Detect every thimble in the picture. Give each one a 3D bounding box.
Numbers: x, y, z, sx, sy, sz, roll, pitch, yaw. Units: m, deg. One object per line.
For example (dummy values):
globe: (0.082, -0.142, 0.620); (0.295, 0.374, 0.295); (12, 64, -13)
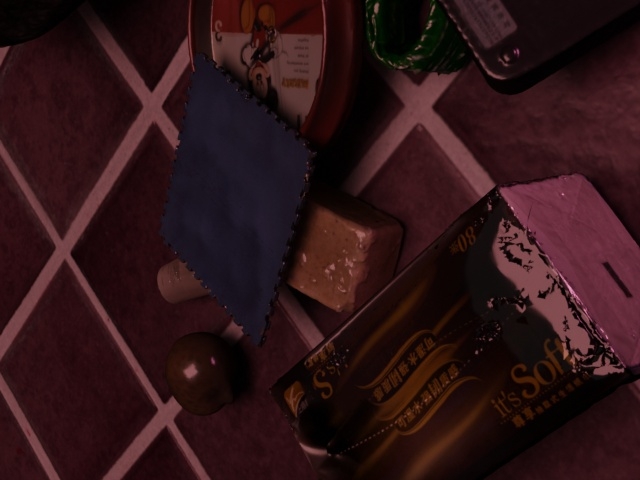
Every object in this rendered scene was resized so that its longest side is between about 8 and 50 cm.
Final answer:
thimble: (0.107, -0.235, 1.073); (0.118, 0.090, 0.130); (2, 97, 42)

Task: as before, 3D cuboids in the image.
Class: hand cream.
hand cream: (-0.142, 0.036, 1.353); (0.186, 0.054, 0.087); (-21, 78, 34)

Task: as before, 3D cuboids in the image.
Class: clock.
clock: (-0.050, -0.237, 1.195); (0.318, 0.080, 0.319); (16, 111, 51)

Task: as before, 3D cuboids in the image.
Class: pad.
pad: (-0.108, -0.051, 1.231); (0.270, 0.012, 0.269); (45, 129, 40)

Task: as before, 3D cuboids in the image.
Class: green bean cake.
green bean cake: (0.000, 0.000, 1.202); (0.179, 0.085, 0.109); (29, 115, 32)

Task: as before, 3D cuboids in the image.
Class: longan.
longan: (-0.152, 0.173, 1.349); (0.113, 0.092, 0.113); (5, 98, 38)

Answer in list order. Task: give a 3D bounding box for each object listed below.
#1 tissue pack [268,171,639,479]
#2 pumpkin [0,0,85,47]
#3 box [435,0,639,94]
tissue pack: (0.155, 0.118, 1.016); (0.370, 0.198, 0.210); (-46, 64, 34)
pumpkin: (-0.415, -0.463, 1.312); (0.454, 0.344, 0.454); (-17, 62, 37)
box: (0.168, -0.327, 0.973); (0.211, 0.058, 0.350); (-33, 73, 10)
